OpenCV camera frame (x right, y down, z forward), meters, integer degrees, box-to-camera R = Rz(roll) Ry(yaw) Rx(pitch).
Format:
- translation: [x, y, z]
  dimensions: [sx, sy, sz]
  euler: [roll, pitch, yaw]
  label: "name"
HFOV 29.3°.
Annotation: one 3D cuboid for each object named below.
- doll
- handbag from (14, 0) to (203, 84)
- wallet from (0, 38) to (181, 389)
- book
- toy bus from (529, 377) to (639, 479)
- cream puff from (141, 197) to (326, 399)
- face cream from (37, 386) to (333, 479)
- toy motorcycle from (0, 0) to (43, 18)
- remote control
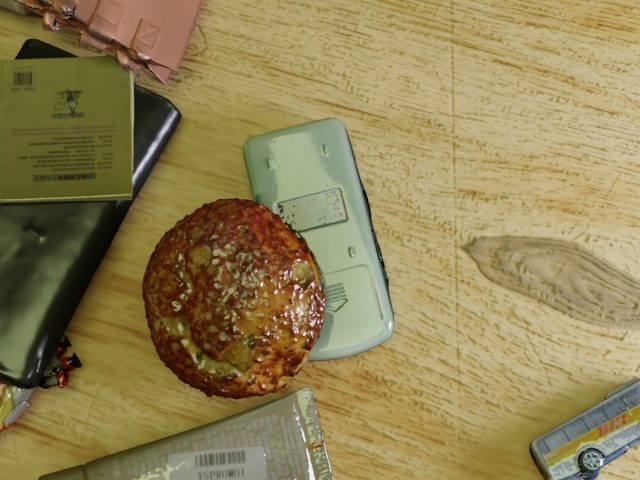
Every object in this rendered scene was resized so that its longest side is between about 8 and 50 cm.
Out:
- translation: [-0.377, 0.177, 1.499]
  dimensions: [0.169, 0.057, 0.109]
  euler: [-27, 64, -14]
  label: "doll"
- translation: [-0.258, -0.302, 1.519]
  dimensions: [0.213, 0.059, 0.157]
  euler: [28, 58, -24]
  label: "handbag"
- translation: [-0.358, -0.039, 1.512]
  dimensions: [0.228, 0.062, 0.406]
  euler: [24, 72, 7]
  label: "wallet"
- translation: [-0.314, -0.138, 1.507]
  dimensions: [0.168, 0.013, 0.192]
  euler: [-2, 70, -3]
  label: "book"
- translation: [0.342, 0.228, 1.457]
  dimensions: [0.191, 0.064, 0.075]
  euler: [-30, 67, -4]
  label: "toy bus"
- translation: [-0.107, 0.073, 1.429]
  dimensions: [0.240, 0.164, 0.240]
  euler: [0, 90, 20]
  label: "cream puff"
- translation: [-0.160, 0.281, 1.463]
  dimensions: [0.341, 0.084, 0.137]
  euler: [-13, 80, -9]
  label: "face cream"
- translation: [-0.392, -0.375, 1.591]
  dimensions: [0.260, 0.110, 0.171]
  euler: [24, 64, 14]
  label: "toy motorcycle"
- translation: [0.000, 0.000, 1.516]
  dimensions: [0.140, 0.056, 0.296]
  euler: [-15, 80, 2]
  label: "remote control"
